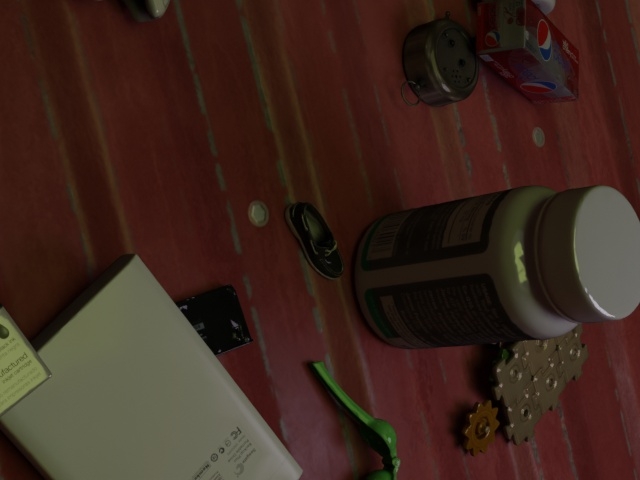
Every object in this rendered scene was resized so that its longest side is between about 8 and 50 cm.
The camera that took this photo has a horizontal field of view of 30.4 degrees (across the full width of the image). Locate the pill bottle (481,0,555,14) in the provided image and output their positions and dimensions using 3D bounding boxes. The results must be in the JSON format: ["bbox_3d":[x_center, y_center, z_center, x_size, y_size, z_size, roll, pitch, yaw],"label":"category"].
[{"bbox_3d":[0.324,-0.482,1.929,0.121,0.121,0.221,12,75,-43],"label":"pill bottle"}]

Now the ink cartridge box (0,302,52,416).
[{"bbox_3d":[-0.384,0.095,1.131,0.148,0.086,0.203,-40,103,-29],"label":"ink cartridge box"}]

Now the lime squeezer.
[{"bbox_3d":[0.061,0.309,1.582,0.110,0.058,0.311,-7,89,-45],"label":"lime squeezer"}]

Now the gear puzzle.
[{"bbox_3d":[0.314,0.221,1.852,0.339,0.044,0.176,-42,126,-35],"label":"gear puzzle"}]

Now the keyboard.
[{"bbox_3d":[-0.158,0.126,1.425,0.180,0.023,0.108,-18,90,-44],"label":"keyboard"}]

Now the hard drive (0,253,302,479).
[{"bbox_3d":[-0.192,0.224,1.334,0.233,0.047,0.353,-47,116,-28],"label":"hard drive"}]

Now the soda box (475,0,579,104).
[{"bbox_3d":[0.337,-0.302,1.892,0.263,0.083,0.092,23,67,-58],"label":"soda box"}]

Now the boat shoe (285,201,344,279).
[{"bbox_3d":[0.000,0.000,1.587,0.046,0.038,0.125,-47,115,-38],"label":"boat shoe"}]

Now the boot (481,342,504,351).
[{"bbox_3d":[0.296,0.100,1.847,0.197,0.073,0.152,17,79,-43],"label":"boot"}]

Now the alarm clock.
[{"bbox_3d":[0.179,-0.263,1.795,0.192,0.064,0.129,-46,114,-35],"label":"alarm clock"}]

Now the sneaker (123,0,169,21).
[{"bbox_3d":[-0.275,-0.349,1.341,0.292,0.110,0.118,23,76,-39],"label":"sneaker"}]

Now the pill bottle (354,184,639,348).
[{"bbox_3d":[0.237,0.037,1.586,0.204,0.361,0.204,9,77,-43],"label":"pill bottle"}]
